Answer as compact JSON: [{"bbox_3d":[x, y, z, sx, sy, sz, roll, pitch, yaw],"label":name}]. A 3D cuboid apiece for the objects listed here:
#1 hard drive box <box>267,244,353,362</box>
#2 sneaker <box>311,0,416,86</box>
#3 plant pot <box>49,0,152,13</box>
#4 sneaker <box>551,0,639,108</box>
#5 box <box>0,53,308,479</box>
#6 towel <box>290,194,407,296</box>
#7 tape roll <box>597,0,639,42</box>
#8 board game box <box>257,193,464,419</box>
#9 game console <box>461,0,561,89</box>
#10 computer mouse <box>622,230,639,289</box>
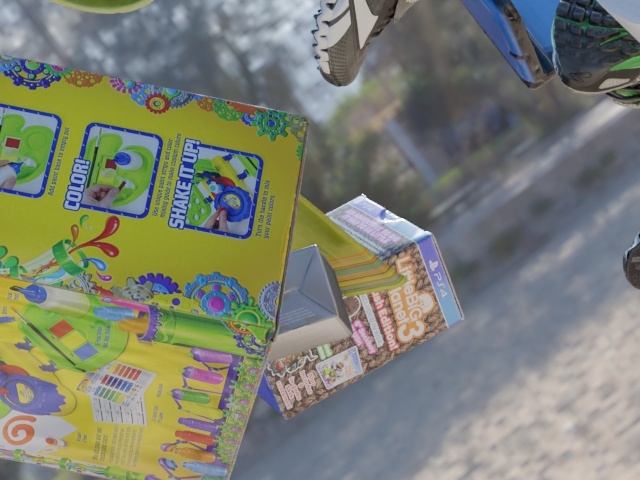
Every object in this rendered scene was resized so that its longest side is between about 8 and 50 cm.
[{"bbox_3d":[-0.066,0.087,1.995,0.181,0.089,0.232,-17,-10,2],"label":"hard drive box"},{"bbox_3d":[0.055,-0.243,1.695,0.078,0.106,0.234,-57,-19,-49],"label":"sneaker"},{"bbox_3d":[-0.273,-0.459,2.061,0.276,0.276,0.254,-38,28,60],"label":"plant pot"},{"bbox_3d":[0.325,-0.187,1.697,0.343,0.134,0.146,-25,-48,-55],"label":"sneaker"},{"bbox_3d":[-0.175,0.032,1.230,0.290,0.279,0.177,110,170,-58],"label":"box"},{"bbox_3d":[0.000,0.000,2.107,0.102,0.237,0.021,-13,51,40],"label":"towel"},{"bbox_3d":[0.346,-0.266,1.359,0.286,0.100,0.286,-25,49,33],"label":"tape roll"},{"bbox_3d":[0.007,0.086,2.372,0.291,0.141,0.232,-28,25,-14],"label":"board game box"},{"bbox_3d":[0.224,-0.337,1.959,0.173,0.293,0.250,-35,-28,2],"label":"game console"},{"bbox_3d":[0.391,-0.032,1.936,0.071,0.041,0.242,-1,-43,-10],"label":"computer mouse"}]
